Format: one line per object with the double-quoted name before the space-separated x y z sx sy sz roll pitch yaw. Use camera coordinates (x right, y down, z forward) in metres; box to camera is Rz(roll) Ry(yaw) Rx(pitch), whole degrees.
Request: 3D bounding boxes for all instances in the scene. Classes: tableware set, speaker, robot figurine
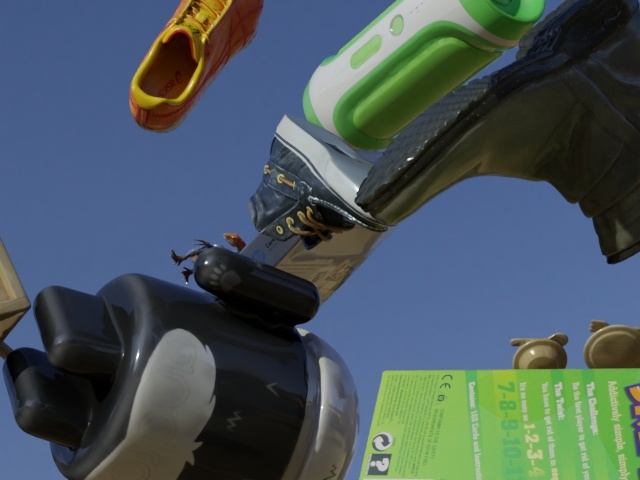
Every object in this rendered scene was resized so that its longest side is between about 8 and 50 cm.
"tableware set" 0.260 0.150 1.858 0.141 0.020 0.169 -7 -58 1
"speaker" 0.109 -0.205 2.009 0.131 0.131 0.296 16 -36 -32
"robot figurine" -0.103 0.125 1.437 0.278 0.174 0.209 19 -32 -26

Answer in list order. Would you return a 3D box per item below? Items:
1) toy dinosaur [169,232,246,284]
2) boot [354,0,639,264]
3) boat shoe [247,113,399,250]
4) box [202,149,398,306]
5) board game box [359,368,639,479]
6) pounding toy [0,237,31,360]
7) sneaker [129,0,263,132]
"toy dinosaur" -0.106 0.011 1.819 0.082 0.090 0.047 -20 -75 17
"boot" 0.156 -0.047 1.196 0.246 0.161 0.083 -38 10 -15
"boat shoe" 0.005 -0.024 1.328 0.065 0.183 0.083 19 -78 -26
"box" 0.000 0.000 1.567 0.186 0.038 0.145 -46 -22 23
"board game box" 0.150 0.140 1.163 0.259 0.124 0.039 -4 -35 28
"pounding toy" -0.290 0.043 1.415 0.141 0.130 0.100 -14 -19 -39
"sneaker" -0.088 -0.160 1.419 0.064 0.175 0.067 25 -22 3
